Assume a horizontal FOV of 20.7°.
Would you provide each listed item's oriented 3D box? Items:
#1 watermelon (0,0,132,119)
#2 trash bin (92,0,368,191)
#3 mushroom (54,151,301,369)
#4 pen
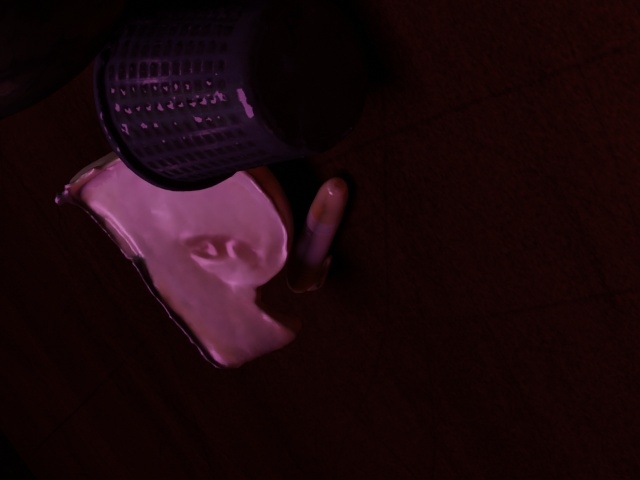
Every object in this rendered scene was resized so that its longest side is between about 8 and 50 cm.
[{"bbox_3d":[-0.260,-0.227,1.236,0.279,0.359,0.279,12,127,16],"label":"watermelon"},{"bbox_3d":[-0.058,-0.122,1.319,0.161,0.175,0.175,3,129,50],"label":"trash bin"},{"bbox_3d":[-0.085,-0.025,1.604,0.236,0.162,0.173,50,-156,-11],"label":"mushroom"},{"bbox_3d":[0.000,0.000,1.574,0.040,0.032,0.233,25,157,0],"label":"pen"}]
